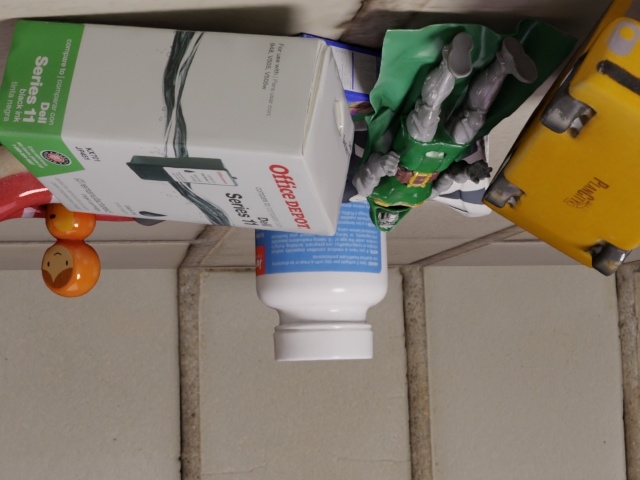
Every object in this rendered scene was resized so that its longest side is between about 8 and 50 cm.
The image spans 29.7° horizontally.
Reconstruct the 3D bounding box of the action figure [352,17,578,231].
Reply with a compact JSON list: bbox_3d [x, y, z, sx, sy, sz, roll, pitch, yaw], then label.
[{"bbox_3d":[0.080,-0.071,0.885,0.137,0.063,0.232,3,152,-15],"label":"action figure"}]

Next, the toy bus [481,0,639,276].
[{"bbox_3d":[0.197,-0.069,0.800,0.108,0.130,0.333,32,168,4],"label":"toy bus"}]

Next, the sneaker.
[{"bbox_3d":[0.070,-0.075,1.053,0.153,0.094,0.235,-1,174,10],"label":"sneaker"}]

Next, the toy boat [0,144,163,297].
[{"bbox_3d":[-0.254,-0.018,1.218,0.231,0.151,0.151,2,173,-27],"label":"toy boat"}]

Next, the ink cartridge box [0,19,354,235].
[{"bbox_3d":[-0.091,-0.073,0.822,0.208,0.087,0.153,5,162,11],"label":"ink cartridge box"}]

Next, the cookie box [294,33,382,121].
[{"bbox_3d":[-0.003,-0.115,0.897,0.107,0.040,0.092,5,170,-42],"label":"cookie box"}]

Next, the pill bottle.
[{"bbox_3d":[0.000,0.000,1.119,0.124,0.221,0.124,-1,173,0],"label":"pill bottle"}]
